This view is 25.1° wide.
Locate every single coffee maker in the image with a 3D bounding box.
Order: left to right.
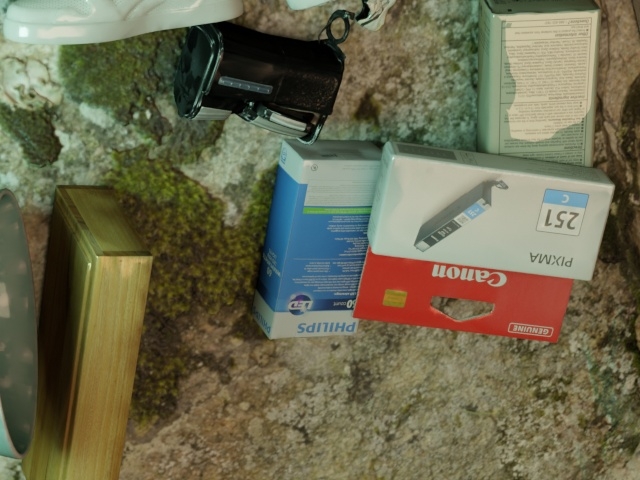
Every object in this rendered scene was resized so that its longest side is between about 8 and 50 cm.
[{"bbox_3d":[-0.073,-0.216,1.742,0.178,0.120,0.171,10,92,-32],"label":"coffee maker"}]

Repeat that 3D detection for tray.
[{"bbox_3d":[-0.295,0.160,1.761,0.076,0.203,0.411,1,115,-26],"label":"tray"}]

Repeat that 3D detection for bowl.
[{"bbox_3d":[-0.426,0.101,1.638,0.163,0.311,0.311,-5,119,-2],"label":"bowl"}]

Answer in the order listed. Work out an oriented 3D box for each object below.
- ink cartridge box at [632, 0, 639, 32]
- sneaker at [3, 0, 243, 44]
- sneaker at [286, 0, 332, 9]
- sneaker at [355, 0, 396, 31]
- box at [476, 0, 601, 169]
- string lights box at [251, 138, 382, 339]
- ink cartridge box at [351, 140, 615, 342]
[{"bbox_3d":[0.503,-0.394,1.963,0.181,0.056,0.225,-30,126,-10],"label":"ink cartridge box"},{"bbox_3d":[-0.225,-0.319,1.614,0.292,0.108,0.169,-16,120,-30],"label":"sneaker"},{"bbox_3d":[0.053,-0.402,1.723,0.282,0.102,0.161,-33,107,-2],"label":"sneaker"},{"bbox_3d":[0.072,-0.304,1.806,0.037,0.032,0.083,14,108,-32],"label":"sneaker"},{"bbox_3d":[0.283,-0.169,1.895,0.148,0.121,0.311,-1,115,-2],"label":"box"},{"bbox_3d":[0.000,0.000,1.903,0.133,0.077,0.260,0,116,-26],"label":"string lights box"},{"bbox_3d":[0.208,0.017,1.870,0.296,0.066,0.261,7,113,-8],"label":"ink cartridge box"}]
